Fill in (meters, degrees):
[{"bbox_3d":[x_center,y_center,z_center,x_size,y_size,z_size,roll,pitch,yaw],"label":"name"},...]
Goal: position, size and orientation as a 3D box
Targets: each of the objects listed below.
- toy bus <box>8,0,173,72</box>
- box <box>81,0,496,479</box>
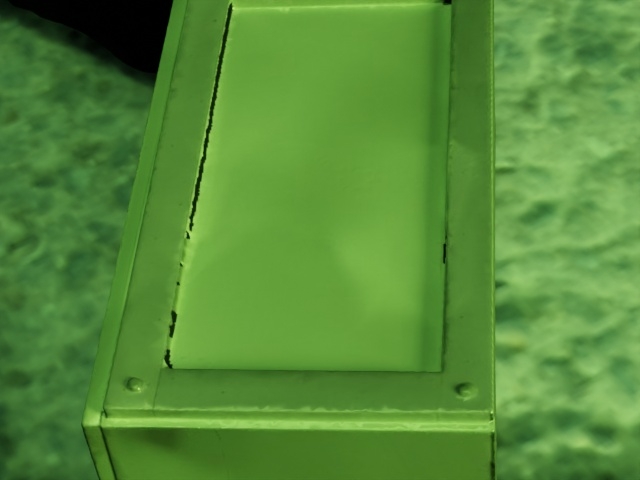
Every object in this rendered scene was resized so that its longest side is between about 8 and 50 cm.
[{"bbox_3d":[-0.120,-0.187,0.760,0.303,0.127,0.147,26,49,29],"label":"toy bus"},{"bbox_3d":[0.000,0.000,0.596,0.130,0.086,0.225,0,47,6],"label":"box"}]
